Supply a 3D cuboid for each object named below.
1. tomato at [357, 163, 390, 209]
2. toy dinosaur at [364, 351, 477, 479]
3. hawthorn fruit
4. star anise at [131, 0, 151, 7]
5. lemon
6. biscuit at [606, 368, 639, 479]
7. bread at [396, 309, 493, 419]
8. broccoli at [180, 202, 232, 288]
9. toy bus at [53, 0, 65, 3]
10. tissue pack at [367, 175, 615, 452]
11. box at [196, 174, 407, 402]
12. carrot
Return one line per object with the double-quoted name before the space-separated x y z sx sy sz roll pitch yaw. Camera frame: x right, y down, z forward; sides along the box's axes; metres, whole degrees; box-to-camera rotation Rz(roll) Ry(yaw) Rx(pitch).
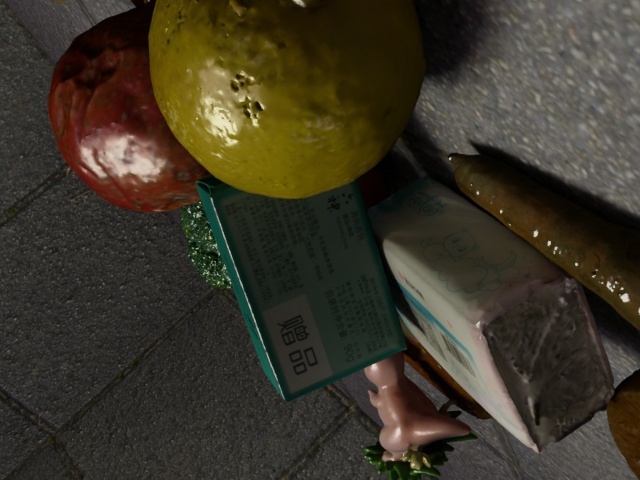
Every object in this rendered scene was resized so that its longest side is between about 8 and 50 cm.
"tomato" 0.017 -0.054 1.002 0.200 0.139 0.233 126 136 -73
"toy dinosaur" 0.136 0.231 1.108 0.194 0.152 0.177 40 142 47
"hawthorn fruit" -0.181 -0.155 0.910 0.261 0.258 0.258 10 164 1
"star anise" -0.190 -0.287 1.034 0.196 0.111 0.213 1 105 47
"lemon" -0.028 -0.149 0.653 0.236 0.236 0.263 43 150 19
"biscuit" 0.410 0.214 0.676 0.350 0.070 0.394 55 166 -16
"bread" 0.175 0.151 1.162 0.234 0.110 0.184 37 164 37
"broccoli" -0.151 -0.031 1.508 0.241 0.262 0.269 8 171 -4
"toy bus" -0.453 -0.506 1.168 0.157 0.139 0.290 34 163 34
"tissue pack" 0.164 0.065 0.825 0.201 0.124 0.271 57 175 -33
"box" -0.018 0.027 0.839 0.092 0.153 0.245 -147 38 -69
"carrot" 0.229 0.006 0.659 0.342 0.070 0.070 45 169 40
